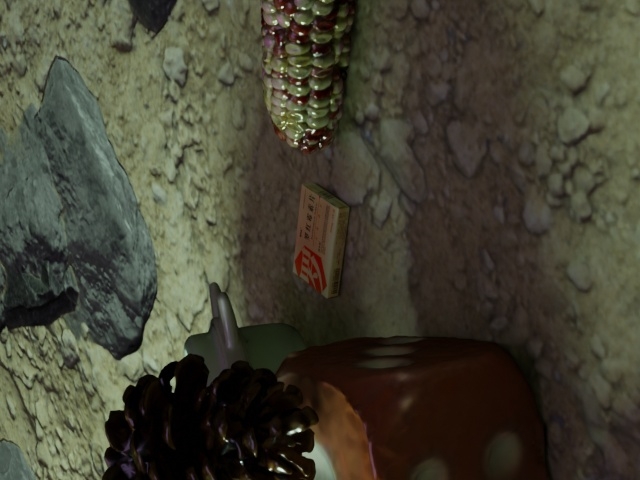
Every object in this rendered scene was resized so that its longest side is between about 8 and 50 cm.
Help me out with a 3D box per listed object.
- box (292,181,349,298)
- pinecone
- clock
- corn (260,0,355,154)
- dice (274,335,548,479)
[{"bbox_3d":[0.000,0.000,1.508,0.058,0.015,0.093,35,127,44],"label":"box"},{"bbox_3d":[-0.079,0.161,1.246,0.173,0.174,0.173,24,120,51],"label":"pinecone"},{"bbox_3d":[-0.053,0.198,1.498,0.265,0.109,0.324,-153,54,-82],"label":"clock"},{"bbox_3d":[-0.015,-0.210,1.395,0.092,0.092,0.280,37,132,45],"label":"corn"},{"bbox_3d":[0.068,0.172,1.320,0.174,0.179,0.174,4,99,57],"label":"dice"}]
